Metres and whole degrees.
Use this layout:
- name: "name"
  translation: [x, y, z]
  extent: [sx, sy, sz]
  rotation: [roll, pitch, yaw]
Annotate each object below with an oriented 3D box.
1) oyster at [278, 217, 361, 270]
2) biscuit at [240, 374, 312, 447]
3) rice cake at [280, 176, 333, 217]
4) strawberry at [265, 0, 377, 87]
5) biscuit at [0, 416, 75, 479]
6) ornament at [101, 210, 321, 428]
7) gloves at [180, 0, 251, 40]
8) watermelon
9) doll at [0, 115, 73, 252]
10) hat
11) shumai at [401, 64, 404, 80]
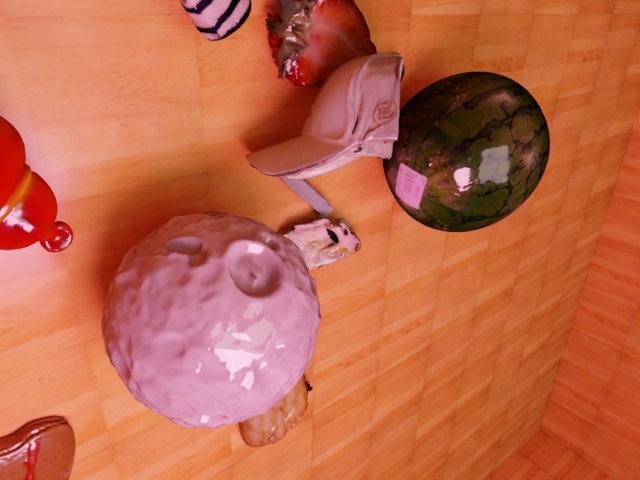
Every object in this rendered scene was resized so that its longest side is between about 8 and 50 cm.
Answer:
- name: "oyster"
  translation: [-0.004, -0.006, 1.054]
  extent: [0.209, 0.072, 0.133]
  rotation: [-15, 130, -14]
- name: "biscuit"
  translation: [-0.110, 0.391, 1.178]
  extent: [0.203, 0.041, 0.260]
  rotation: [-20, 123, -31]
- name: "rice cake"
  translation: [-0.028, -0.104, 0.998]
  extent: [0.042, 0.030, 0.180]
  rotation: [-50, 136, 1]
- name: "strawberry"
  translation: [0.009, -0.360, 0.847]
  extent: [0.228, 0.098, 0.174]
  rotation: [-17, 132, -38]
- name: "biscuit"
  translation: [-0.522, 0.352, 0.766]
  extent: [0.277, 0.052, 0.262]
  rotation: [14, 101, -46]
- name: "ornament"
  translation: [-0.160, 0.115, 0.761]
  extent: [0.337, 0.337, 0.337]
  rotation: [-21, 124, -34]
- name: "gloves"
  translation: [-0.184, -0.388, 0.641]
  extent: [0.140, 0.131, 0.219]
  rotation: [-53, 145, -12]
- name: "watermelon"
  translation: [0.314, -0.189, 1.059]
  extent: [0.363, 0.363, 0.363]
  rotation: [-21, 124, -34]
- name: "doll"
  translation: [-0.435, -0.087, 0.538]
  extent: [0.182, 0.160, 0.363]
  rotation: [-54, 137, -8]
- name: "hat"
  translation: [0.013, -0.203, 0.837]
  extent: [0.301, 0.258, 0.168]
  rotation: [-17, 91, 7]
- name: "shumai"
  translation: [0.117, -0.311, 0.999]
  extent: [0.139, 0.105, 0.123]
  rotation: [-44, 179, -4]
